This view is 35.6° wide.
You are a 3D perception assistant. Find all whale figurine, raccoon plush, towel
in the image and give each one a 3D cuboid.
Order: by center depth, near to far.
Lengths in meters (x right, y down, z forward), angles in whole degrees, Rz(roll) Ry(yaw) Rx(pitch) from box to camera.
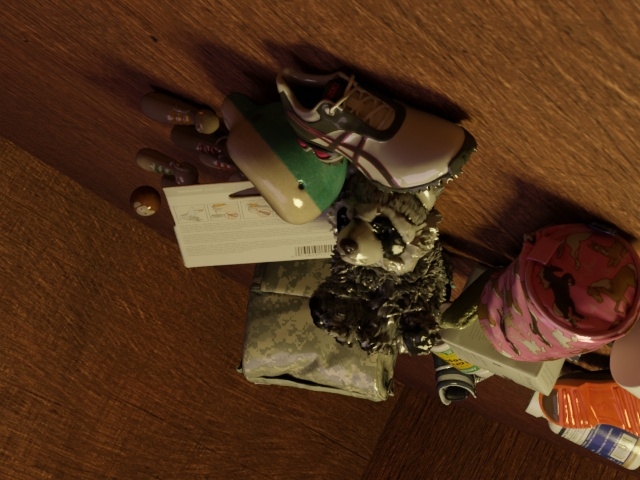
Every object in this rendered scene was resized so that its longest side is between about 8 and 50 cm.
[{"bbox_3d":[-0.054,-0.140,1.423,0.216,0.141,0.272,51,-179,-31],"label":"whale figurine"},{"bbox_3d":[0.116,-0.020,1.580,0.216,0.299,0.446,11,-160,8],"label":"raccoon plush"},{"bbox_3d":[0.263,0.094,1.656,0.027,0.148,0.110,48,168,-6],"label":"towel"}]

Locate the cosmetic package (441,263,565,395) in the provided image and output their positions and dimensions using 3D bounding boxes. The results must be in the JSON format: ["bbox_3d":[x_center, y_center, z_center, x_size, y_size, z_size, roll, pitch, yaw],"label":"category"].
[{"bbox_3d":[0.337,0.158,1.753,0.184,0.151,0.151,22,170,27],"label":"cosmetic package"}]

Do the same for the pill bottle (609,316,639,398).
[{"bbox_3d":[0.563,0.213,1.427,0.283,0.161,0.161,31,169,-18],"label":"pill bottle"}]

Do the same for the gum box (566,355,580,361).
[{"bbox_3d":[0.403,0.172,1.971,0.157,0.041,0.184,35,168,-36],"label":"gum box"}]

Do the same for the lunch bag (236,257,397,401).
[{"bbox_3d":[0.007,0.159,1.871,0.305,0.256,0.212,7,161,17],"label":"lunch bag"}]

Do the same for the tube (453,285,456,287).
[{"bbox_3d":[0.180,0.052,1.936,0.080,0.052,0.207,20,172,43],"label":"tube"}]

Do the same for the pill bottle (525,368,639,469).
[{"bbox_3d":[0.594,0.377,2.180,0.265,0.153,0.153,26,170,11],"label":"pill bottle"}]

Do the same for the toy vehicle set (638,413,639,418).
[{"bbox_3d":[0.660,0.284,1.698,0.166,0.035,0.267,25,155,15],"label":"toy vehicle set"}]

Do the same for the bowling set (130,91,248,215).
[{"bbox_3d":[-0.227,-0.114,1.758,0.154,0.200,0.287,20,172,28],"label":"bowling set"}]

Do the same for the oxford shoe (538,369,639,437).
[{"bbox_3d":[0.612,0.300,1.943,0.364,0.133,0.130,1,110,43],"label":"oxford shoe"}]

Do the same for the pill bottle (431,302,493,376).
[{"bbox_3d":[0.324,0.231,2.247,0.118,0.117,0.208,16,165,48],"label":"pill bottle"}]

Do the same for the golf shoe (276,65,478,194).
[{"bbox_3d":[0.055,-0.135,1.185,0.273,0.105,0.120,18,159,39],"label":"golf shoe"}]

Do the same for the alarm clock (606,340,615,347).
[{"bbox_3d":[0.494,0.144,1.557,0.192,0.064,0.129,16,165,35],"label":"alarm clock"}]

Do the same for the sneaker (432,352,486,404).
[{"bbox_3d":[0.363,0.329,2.413,0.099,0.153,0.282,-24,147,34],"label":"sneaker"}]

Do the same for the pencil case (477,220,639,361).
[{"bbox_3d":[0.326,0.084,1.409,0.160,0.167,0.386,-2,168,0],"label":"pencil case"}]

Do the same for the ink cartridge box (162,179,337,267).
[{"bbox_3d":[-0.103,-0.052,1.700,0.296,0.066,0.261,-4,148,0],"label":"ink cartridge box"}]

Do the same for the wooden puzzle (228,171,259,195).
[{"bbox_3d":[0.000,0.000,2.034,0.322,0.080,0.348,21,168,33],"label":"wooden puzzle"}]
